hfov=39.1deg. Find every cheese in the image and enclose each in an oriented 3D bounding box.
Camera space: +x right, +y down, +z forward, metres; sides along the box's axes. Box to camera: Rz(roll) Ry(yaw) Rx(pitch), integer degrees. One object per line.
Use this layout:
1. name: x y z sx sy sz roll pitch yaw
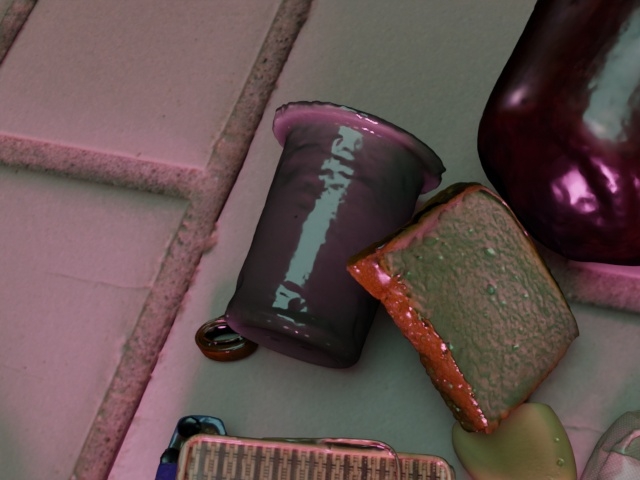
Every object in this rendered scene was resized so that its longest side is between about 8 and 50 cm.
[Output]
1. cheese: 0.255 0.281 1.018 0.127 0.050 0.255 -29 44 -6

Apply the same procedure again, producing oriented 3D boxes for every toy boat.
1. toy boat: -0.164 0.323 1.100 0.100 0.097 0.223 0 62 18

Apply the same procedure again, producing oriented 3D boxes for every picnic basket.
1. picnic basket: -0.008 0.339 0.965 0.312 0.175 0.228 8 63 -5

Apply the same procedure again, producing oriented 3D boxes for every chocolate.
1. chocolate: 0.357 -0.148 1.107 0.331 0.384 0.383 -47 63 -2

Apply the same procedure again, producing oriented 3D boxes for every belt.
1. belt: -0.126 0.133 1.226 0.083 0.036 0.059 -6 55 9

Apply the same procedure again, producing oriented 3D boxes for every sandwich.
1. sandwich: 0.176 0.069 1.075 0.226 0.087 0.251 -37 96 -31

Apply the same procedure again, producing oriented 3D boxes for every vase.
1. vase: 0.000 0.000 1.164 0.245 0.245 0.291 16 72 19

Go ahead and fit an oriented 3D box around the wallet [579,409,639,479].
1. wallet: 0.407 0.331 0.978 0.274 0.068 0.335 19 72 30
